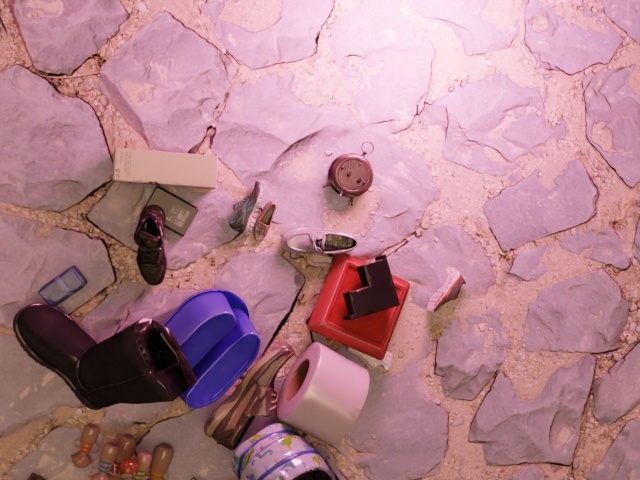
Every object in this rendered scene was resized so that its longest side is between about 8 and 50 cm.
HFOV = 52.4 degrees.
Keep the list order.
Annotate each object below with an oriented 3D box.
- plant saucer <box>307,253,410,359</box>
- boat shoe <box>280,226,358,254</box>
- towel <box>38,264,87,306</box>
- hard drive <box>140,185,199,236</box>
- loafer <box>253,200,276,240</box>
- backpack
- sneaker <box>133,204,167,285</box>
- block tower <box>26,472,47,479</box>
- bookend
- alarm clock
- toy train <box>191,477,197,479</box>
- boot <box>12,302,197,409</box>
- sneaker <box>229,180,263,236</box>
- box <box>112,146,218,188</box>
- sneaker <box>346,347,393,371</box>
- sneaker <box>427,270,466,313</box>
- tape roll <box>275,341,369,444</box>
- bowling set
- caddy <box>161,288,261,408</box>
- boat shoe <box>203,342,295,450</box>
[{"bbox_3d":[0.126,0.194,1.942,0.259,0.048,0.258,25,77,-12],"label":"plant saucer"},{"bbox_3d":[0.001,0.001,1.909,0.228,0.081,0.079,0,95,-12],"label":"boat shoe"},{"bbox_3d":[-0.712,0.128,1.800,0.120,0.029,0.067,-36,100,-7],"label":"towel"},{"bbox_3d":[-0.426,-0.083,1.844,0.135,0.022,0.094,30,89,-13],"label":"hard drive"},{"bbox_3d":[-0.162,-0.056,1.892,0.045,0.039,0.125,23,90,-13],"label":"loafer"},{"bbox_3d":[-0.106,0.670,1.817,0.290,0.355,0.273,-29,71,-8],"label":"backpack"},{"bbox_3d":[-0.469,0.027,1.783,0.087,0.130,0.227,5,107,-6],"label":"sneaker"},{"bbox_3d":[-0.711,0.781,1.826,0.336,0.091,0.097,36,86,-13],"label":"block tower"},{"bbox_3d":[0.129,0.136,1.887,0.157,0.072,0.156,-15,87,-17],"label":"bookend"},{"bbox_3d":[0.101,-0.210,1.924,0.129,0.064,0.192,31,85,-12],"label":"alarm clock"},{"bbox_3d":[-0.354,0.735,1.933,0.083,0.017,0.023,41,75,-12],"label":"toy train"},{"bbox_3d":[-0.553,0.270,1.638,0.367,0.445,0.146,50,51,-18],"label":"boot"},{"bbox_3d":[-0.213,-0.097,1.869,0.076,0.065,0.166,19,89,-9],"label":"sneaker"},{"bbox_3d":[-0.424,-0.198,1.791,0.276,0.113,0.094,4,94,-11],"label":"box"},{"bbox_3d":[0.150,0.355,1.976,0.152,0.053,0.061,18,64,-11],"label":"sneaker"},{"bbox_3d":[0.398,0.172,2.019,0.065,0.061,0.158,41,87,-18],"label":"sneaker"},{"bbox_3d":[0.004,0.437,1.865,0.169,0.246,0.246,31,88,-13],"label":"tape roll"},{"bbox_3d":[-0.560,0.639,1.796,0.287,0.200,0.154,19,92,-9],"label":"bowling set"},{"bbox_3d":[-0.334,0.297,1.822,0.341,0.179,0.241,-46,126,-5],"label":"caddy"},{"bbox_3d":[-0.181,0.452,1.875,0.130,0.132,0.355,41,95,10],"label":"boat shoe"}]
